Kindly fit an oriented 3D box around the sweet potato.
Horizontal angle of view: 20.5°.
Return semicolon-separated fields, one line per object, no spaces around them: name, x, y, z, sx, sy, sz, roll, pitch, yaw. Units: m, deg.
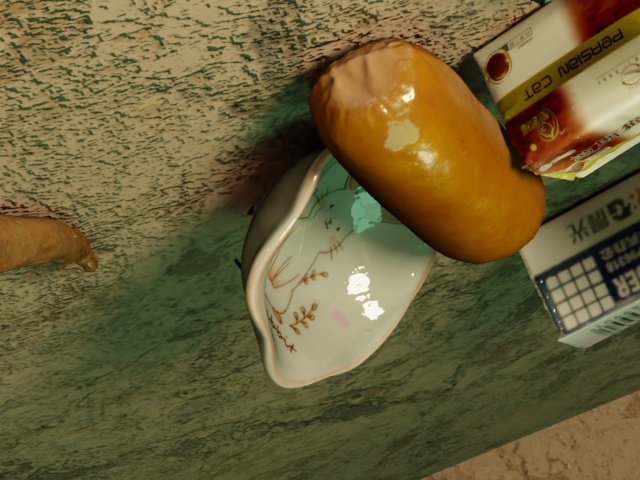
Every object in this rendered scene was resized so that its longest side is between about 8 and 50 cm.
sweet potato;-0.213;0.003;1.246;0.050;0.050;0.214;-30;167;25

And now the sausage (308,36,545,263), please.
sausage;0.082;-0.061;1.277;0.105;0.105;0.274;-27;150;15

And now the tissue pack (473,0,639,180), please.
tissue pack;0.203;-0.125;1.265;0.149;0.106;0.099;-34;160;32

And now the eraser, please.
eraser;0.348;-0.009;1.771;0.287;0.130;0.086;-29;159;25

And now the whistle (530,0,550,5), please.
whistle;0.225;-0.200;1.181;0.186;0.039;0.039;-19;163;-12

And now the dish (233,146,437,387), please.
dish;0.000;0.000;1.378;0.229;0.081;0.229;-32;137;-36
